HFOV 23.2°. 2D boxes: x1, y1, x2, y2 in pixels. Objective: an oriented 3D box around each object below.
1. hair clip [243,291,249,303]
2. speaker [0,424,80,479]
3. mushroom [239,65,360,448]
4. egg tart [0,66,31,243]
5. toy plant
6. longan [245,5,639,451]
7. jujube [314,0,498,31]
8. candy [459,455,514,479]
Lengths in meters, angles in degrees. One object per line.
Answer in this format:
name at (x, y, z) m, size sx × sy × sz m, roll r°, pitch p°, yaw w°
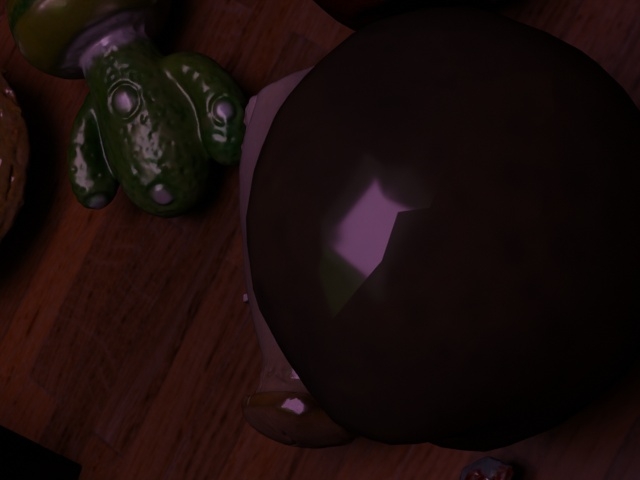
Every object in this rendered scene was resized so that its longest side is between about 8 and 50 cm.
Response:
hair clip at (0.000, 0.095, 1.573) m, size 0.226 × 0.034 × 0.072 m, roll 45°, pitch 107°, yaw 33°
speaker at (-0.450, 0.282, 1.733) m, size 0.254 × 0.232 × 0.184 m, roll 18°, pitch 89°, yaw 36°
mushroom at (-0.008, -0.004, 1.504) m, size 0.137 × 0.154 × 0.407 m, roll 130°, pitch 149°, yaw -69°
egg tart at (-0.483, -0.080, 1.882) m, size 0.345 × 0.132 × 0.345 m, roll -4°, pitch 78°, yaw 21°
toy plant at (-0.214, -0.169, 1.710) m, size 0.224 × 0.184 × 0.315 m, roll -34°, pitch 72°, yaw 15°
longan at (0.118, -0.005, 1.285) m, size 0.336 × 0.404 × 0.404 m, roll 5°, pitch 83°, yaw 29°
jujube at (0.069, -0.393, 1.503) m, size 0.277 × 0.276 × 0.376 m, roll -16°, pitch 83°, yaw 32°
candy at (0.168, 0.337, 1.385) m, size 0.086 × 0.059 × 0.292 m, roll -13°, pitch 73°, yaw 30°
